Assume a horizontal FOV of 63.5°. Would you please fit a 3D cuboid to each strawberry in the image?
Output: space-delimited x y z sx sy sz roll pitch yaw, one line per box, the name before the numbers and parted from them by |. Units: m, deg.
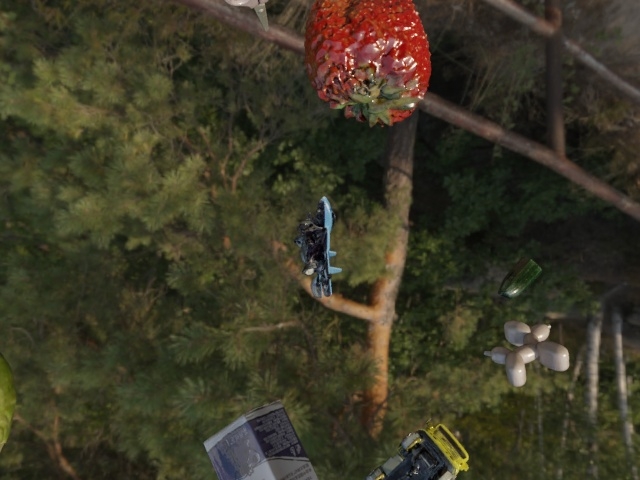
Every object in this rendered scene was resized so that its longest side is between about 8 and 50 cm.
strawberry | 0.118 -0.464 1.203 0.312 0.351 0.267 19 165 -32

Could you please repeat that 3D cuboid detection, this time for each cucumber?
cucumber | 0.385 0.079 1.008 0.048 0.105 0.048 39 155 22

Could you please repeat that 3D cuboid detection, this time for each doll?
doll | 0.422 0.220 1.060 0.161 0.059 0.160 -19 -158 -6

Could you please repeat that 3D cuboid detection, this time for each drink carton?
drink carton | -0.093 0.418 0.907 0.134 0.222 0.102 -41 157 27

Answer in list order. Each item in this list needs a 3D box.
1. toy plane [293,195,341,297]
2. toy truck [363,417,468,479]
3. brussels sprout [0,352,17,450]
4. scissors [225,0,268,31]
toy plane | -0.008 0.002 0.923 0.078 0.169 0.246 -15 150 -4
toy truck | 0.202 0.519 1.138 0.157 0.124 0.272 1 131 -54
brussels sprout | -0.393 0.171 0.548 0.100 0.181 0.139 -30 179 36
scissors | -0.100 -0.385 0.847 0.100 0.015 0.189 -21 180 1
